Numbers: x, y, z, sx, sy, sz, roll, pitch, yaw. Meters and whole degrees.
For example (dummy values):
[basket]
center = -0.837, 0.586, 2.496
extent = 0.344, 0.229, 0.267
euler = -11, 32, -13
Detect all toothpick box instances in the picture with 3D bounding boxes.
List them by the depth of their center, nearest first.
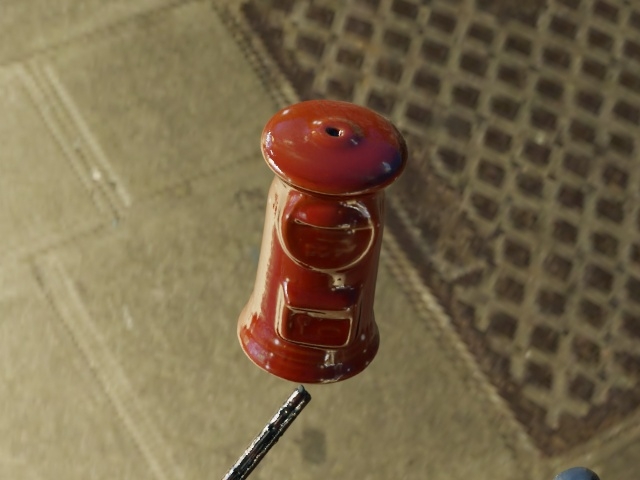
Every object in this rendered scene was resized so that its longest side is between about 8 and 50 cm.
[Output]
[toothpick box]
center = 0.000, 0.000, 0.546
extent = 0.047, 0.083, 0.047
euler = 4, 39, -4

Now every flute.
[flute]
center = -0.091, 0.189, 1.055
extent = 0.014, 0.014, 0.269
euler = 42, 100, 13

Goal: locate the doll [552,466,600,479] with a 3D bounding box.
[doll]
center = 0.134, 0.146, 0.916
extent = 0.037, 0.125, 0.027
euler = -34, 96, 9
